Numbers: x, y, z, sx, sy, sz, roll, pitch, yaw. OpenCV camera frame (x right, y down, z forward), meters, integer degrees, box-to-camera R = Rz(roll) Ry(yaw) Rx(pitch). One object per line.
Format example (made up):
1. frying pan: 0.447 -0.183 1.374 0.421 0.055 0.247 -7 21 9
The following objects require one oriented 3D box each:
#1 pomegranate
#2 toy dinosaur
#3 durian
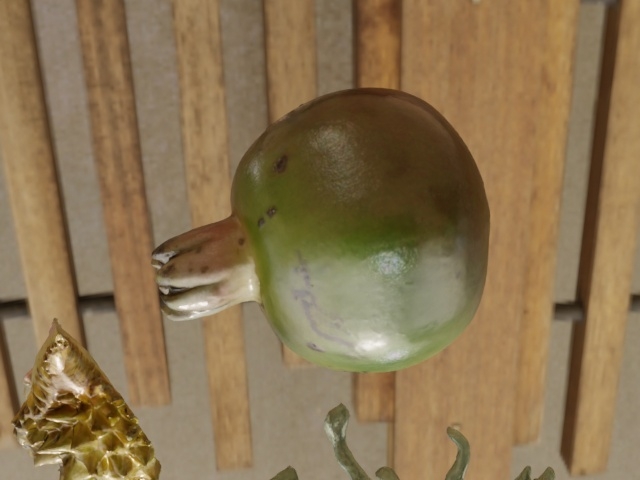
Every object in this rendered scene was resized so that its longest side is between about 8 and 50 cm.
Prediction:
1. pomegranate: 0.000 0.000 0.719 0.209 0.180 0.180 -17 -146 -7
2. toy dinosaur: 0.026 0.276 1.090 0.205 0.393 0.092 50 -159 18
3. durian: -0.187 0.130 0.868 0.078 0.224 0.140 -34 -119 -16
